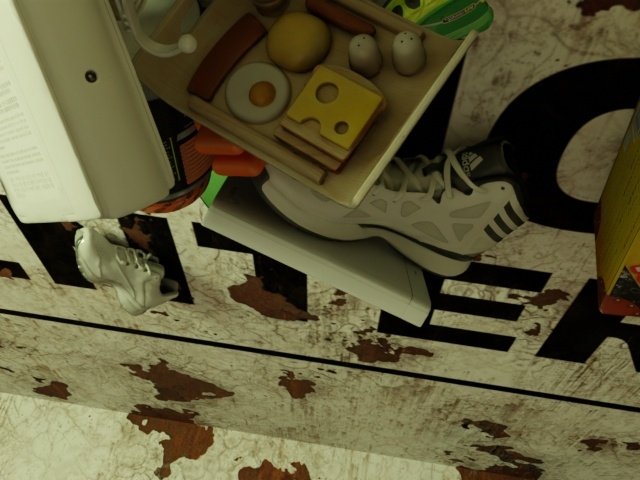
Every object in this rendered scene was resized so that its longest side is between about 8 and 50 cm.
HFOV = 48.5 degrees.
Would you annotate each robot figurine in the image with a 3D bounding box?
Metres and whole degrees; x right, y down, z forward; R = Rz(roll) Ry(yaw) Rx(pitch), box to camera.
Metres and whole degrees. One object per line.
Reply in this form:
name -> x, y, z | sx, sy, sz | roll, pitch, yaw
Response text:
robot figurine -> -0.078, -0.185, 0.894 | 0.158, 0.219, 0.128 | 30, 153, -14

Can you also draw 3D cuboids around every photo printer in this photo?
photo printer -> -0.292, -0.172, 0.733 | 0.256, 0.107, 0.307 | -1, 113, 49

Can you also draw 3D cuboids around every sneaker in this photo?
sneaker -> 0.131, -0.106, 1.054 | 0.448, 0.169, 0.257 | 19, 140, -29
sneaker -> -0.414, 0.054, 1.525 | 0.129, 0.111, 0.297 | -17, 146, 13
sneaker -> 0.092, -0.218, 0.891 | 0.124, 0.109, 0.295 | 31, 144, -23

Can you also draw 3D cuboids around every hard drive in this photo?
hard drive -> 0.000, 0.000, 1.126 | 0.353, 0.233, 0.047 | 25, 108, -7

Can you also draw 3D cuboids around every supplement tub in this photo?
supplement tub -> -0.238, -0.184, 0.967 | 0.194, 0.193, 0.316 | 9, 148, 2

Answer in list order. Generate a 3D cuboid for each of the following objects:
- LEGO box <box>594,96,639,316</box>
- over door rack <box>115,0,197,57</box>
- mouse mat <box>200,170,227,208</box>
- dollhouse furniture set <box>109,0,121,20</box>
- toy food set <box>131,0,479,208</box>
LEGO box -> 0.587, -0.083, 0.878 | 0.373, 0.193, 0.500 | 5, 149, 10
over door rack -> -0.144, -0.356, 0.610 | 0.108, 0.239, 0.324 | 3, 149, 16
mouse mat -> -0.155, -0.086, 1.282 | 0.153, 0.007, 0.189 | -2, 146, 20
dollhouse furniture set -> -0.280, -0.376, 0.768 | 0.259, 0.135, 0.262 | 38, 141, -19
toy food set -> -0.023, -0.195, 0.749 | 0.306, 0.219, 0.092 | 32, 172, 18
